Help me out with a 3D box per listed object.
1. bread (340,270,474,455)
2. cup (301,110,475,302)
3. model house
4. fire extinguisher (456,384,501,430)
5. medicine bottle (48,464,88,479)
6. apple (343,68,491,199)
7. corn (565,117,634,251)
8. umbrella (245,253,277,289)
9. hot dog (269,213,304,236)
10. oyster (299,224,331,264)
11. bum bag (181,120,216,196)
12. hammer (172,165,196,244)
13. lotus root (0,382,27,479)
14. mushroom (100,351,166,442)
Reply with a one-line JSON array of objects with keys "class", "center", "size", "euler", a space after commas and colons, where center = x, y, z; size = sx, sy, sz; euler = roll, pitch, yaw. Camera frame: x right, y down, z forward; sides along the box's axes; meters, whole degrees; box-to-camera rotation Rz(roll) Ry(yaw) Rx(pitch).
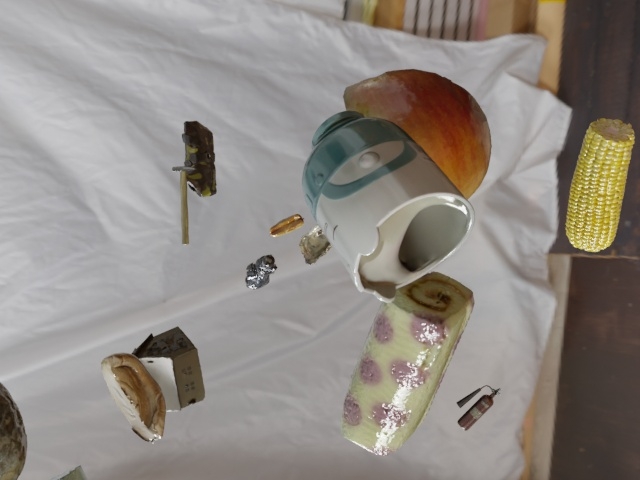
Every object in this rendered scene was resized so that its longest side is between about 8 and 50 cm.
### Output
[{"class": "bread", "center": [0.159, 0.236, 1.400], "size": [0.155, 0.187, 0.338], "euler": [28, 119, 23]}, {"class": "cup", "center": [0.106, -0.047, 1.221], "size": [0.257, 0.219, 0.289], "euler": [58, 175, 35]}, {"class": "model house", "center": [-0.495, 0.385, 2.110], "size": [0.204, 0.243, 0.211], "euler": [34, 137, 45]}, {"class": "fire extinguisher", "center": [0.278, 0.289, 1.296], "size": [0.100, 0.032, 0.046], "euler": [-48, 55, 7]}, {"class": "medicine bottle", "center": [-0.508, 0.623, 1.440], "size": [0.245, 0.245, 0.290], "euler": [-32, 82, 55]}, {"class": "apple", "center": [0.203, -0.195, 1.473], "size": [0.254, 0.346, 0.179], "euler": [-50, 25, -14]}, {"class": "corn", "center": [0.500, -0.095, 1.311], "size": [0.093, 0.093, 0.244], "euler": [-132, 33, -54]}, {"class": "umbrella", "center": [-0.180, 0.088, 2.182], "size": [0.071, 0.080, 0.224], "euler": [60, 158, 8]}, {"class": "hot dog", "center": [-0.115, -0.049, 2.462], "size": [0.041, 0.133, 0.056], "euler": [70, 175, -74]}, {"class": "oyster", "center": [0.005, -0.004, 2.121], "size": [0.177, 0.056, 0.105], "euler": [-52, 41, 22]}, {"class": "bum bag", "center": [-0.319, -0.216, 1.906], "size": [0.060, 0.107, 0.232], "euler": [-28, 57, 31]}, {"class": "hammer", "center": [-0.339, -0.088, 1.825], "size": [0.013, 0.062, 0.198], "euler": [-10, -82, -77]}, {"class": "lotus root", "center": [-0.480, 0.192, 0.859], "size": [0.349, 0.175, 0.175], "euler": [44, 132, 9]}, {"class": "mushroom", "center": [-0.391, 0.324, 1.549], "size": [0.072, 0.094, 0.209], "euler": [-22, 104, 44]}]
